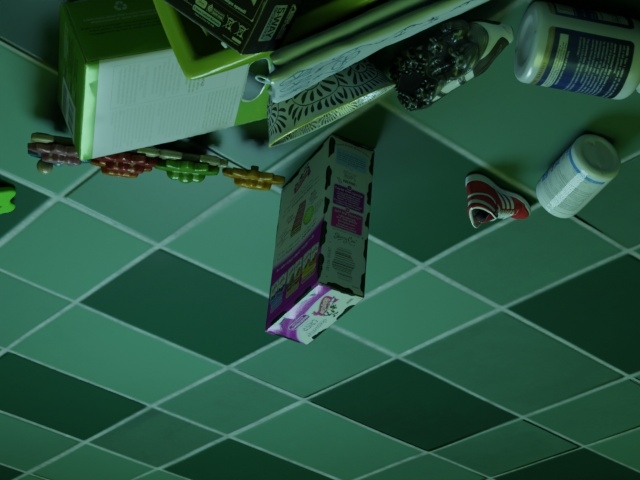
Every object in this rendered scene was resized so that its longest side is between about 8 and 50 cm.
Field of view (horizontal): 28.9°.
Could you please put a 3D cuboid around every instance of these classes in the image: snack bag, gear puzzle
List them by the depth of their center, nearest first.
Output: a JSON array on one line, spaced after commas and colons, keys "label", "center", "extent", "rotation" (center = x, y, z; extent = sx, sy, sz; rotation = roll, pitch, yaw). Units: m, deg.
[{"label": "snack bag", "center": [0.090, -0.213, 1.215], "extent": [0.323, 0.037, 0.342], "rotation": [-25, -176, -2]}, {"label": "gear puzzle", "center": [-0.213, -0.092, 1.634], "extent": [0.338, 0.044, 0.175], "rotation": [7, 178, -13]}]

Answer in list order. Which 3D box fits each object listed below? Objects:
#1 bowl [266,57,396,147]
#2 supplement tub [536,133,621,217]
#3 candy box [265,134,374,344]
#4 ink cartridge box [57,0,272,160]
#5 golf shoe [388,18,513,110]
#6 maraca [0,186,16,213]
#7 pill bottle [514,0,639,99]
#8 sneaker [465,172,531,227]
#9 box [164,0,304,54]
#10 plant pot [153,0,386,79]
[{"label": "bowl", "center": [-0.003, -0.183, 1.487], "extent": [0.170, 0.080, 0.170], "rotation": [-27, -179, 0]}, {"label": "supplement tub", "center": [0.338, -0.084, 1.632], "extent": [0.071, 0.071, 0.107], "rotation": [15, 145, -16]}, {"label": "candy box", "center": [0.000, 0.000, 1.654], "extent": [0.071, 0.233, 0.159], "rotation": [19, 146, -21]}, {"label": "ink cartridge box", "center": [-0.177, -0.208, 1.494], "extent": [0.255, 0.097, 0.189], "rotation": [-14, 153, -21]}, {"label": "golf shoe", "center": [0.153, -0.206, 1.459], "extent": [0.094, 0.077, 0.198], "rotation": [-17, 180, -26]}, {"label": "maraca", "center": [-0.515, -0.055, 1.763], "extent": [0.127, 0.099, 0.185], "rotation": [-37, 152, 19]}, {"label": "pill bottle", "center": [0.314, -0.212, 1.415], "extent": [0.169, 0.094, 0.094], "rotation": [10, 147, -7]}, {"label": "sneaker", "center": [0.244, -0.040, 1.714], "extent": [0.118, 0.067, 0.042], "rotation": [26, 142, -30]}, {"label": "box", "center": [-0.116, -0.341, 1.055], "extent": [0.307, 0.076, 0.242], "rotation": [35, 114, 15]}, {"label": "plant pot", "center": [-0.026, -0.299, 1.183], "extent": [0.228, 0.227, 0.207], "rotation": [-18, -178, 30]}]
